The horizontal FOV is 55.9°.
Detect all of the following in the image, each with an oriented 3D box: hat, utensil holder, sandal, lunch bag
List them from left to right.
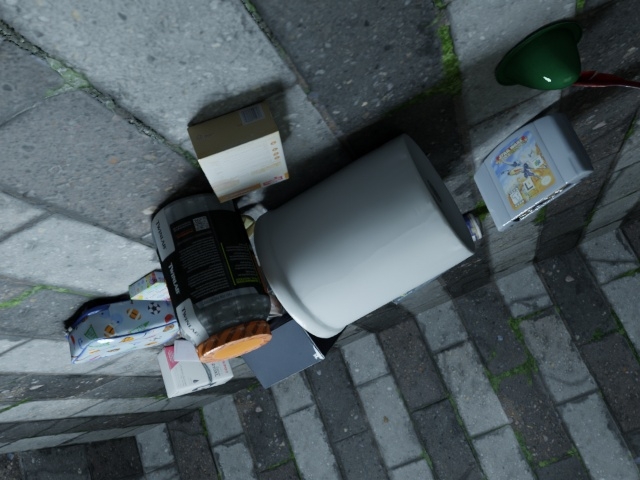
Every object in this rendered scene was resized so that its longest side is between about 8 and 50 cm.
[{"bbox_3d":[-0.548,0.247,1.678,0.304,0.114,0.243,-6,158,-41],"label":"lunch bag"},{"bbox_3d":[-0.223,-0.010,1.410,0.180,0.072,0.049,-28,-162,18],"label":"sandal"},{"bbox_3d":[0.101,-0.012,1.353,0.386,0.327,0.328,-31,159,18],"label":"utensil holder"},{"bbox_3d":[0.470,-0.298,1.164,0.173,0.183,0.208,-6,156,-37],"label":"hat"}]

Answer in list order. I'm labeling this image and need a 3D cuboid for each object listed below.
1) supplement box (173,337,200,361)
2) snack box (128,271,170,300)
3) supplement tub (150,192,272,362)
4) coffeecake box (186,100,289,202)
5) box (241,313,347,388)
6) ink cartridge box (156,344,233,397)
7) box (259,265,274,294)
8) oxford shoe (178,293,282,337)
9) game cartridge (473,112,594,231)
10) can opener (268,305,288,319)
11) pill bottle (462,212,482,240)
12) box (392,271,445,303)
[{"bbox_3d":[-0.403,0.360,2.052,0.131,0.073,0.239,1,178,3],"label":"supplement box"},{"bbox_3d":[-0.416,0.121,1.585,0.100,0.037,0.141,-31,159,23],"label":"snack box"},{"bbox_3d":[-0.220,0.077,1.245,0.194,0.315,0.193,-19,160,-7],"label":"supplement tub"},{"bbox_3d":[-0.141,-0.153,1.082,0.143,0.068,0.185,-21,161,-5],"label":"coffeecake box"},{"bbox_3d":[-0.087,0.339,2.170,0.296,0.182,0.294,-33,-175,29],"label":"box"},{"bbox_3d":[-0.472,0.474,2.281,0.237,0.171,0.100,-7,156,-38],"label":"ink cartridge box"},{"bbox_3d":[-0.136,0.108,1.778,0.062,0.083,0.052,-25,162,9],"label":"box"},{"bbox_3d":[-0.292,0.249,1.920,0.364,0.132,0.130,-25,161,11],"label":"oxford shoe"},{"bbox_3d":[0.524,-0.177,1.533,0.062,0.198,0.297,-7,156,-37],"label":"game cartridge"},{"bbox_3d":[-0.253,0.255,2.072,0.281,0.074,0.093,-15,170,-12],"label":"can opener"},{"bbox_3d":[0.453,-0.018,2.053,0.170,0.094,0.094,-24,161,7],"label":"pill bottle"},{"bbox_3d":[0.240,0.022,1.493,0.233,0.183,0.059,-36,131,17],"label":"box"}]
